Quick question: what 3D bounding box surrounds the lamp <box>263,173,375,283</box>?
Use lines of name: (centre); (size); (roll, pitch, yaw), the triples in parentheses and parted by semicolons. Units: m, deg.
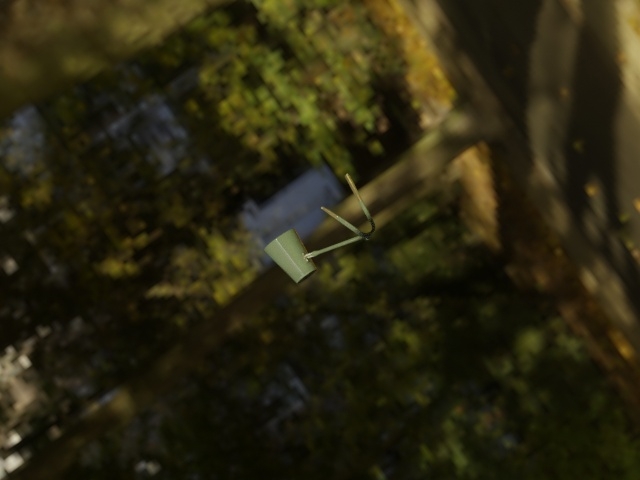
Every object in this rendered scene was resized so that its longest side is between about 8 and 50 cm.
lamp: (0.000, 0.001, 1.337); (0.054, 0.041, 0.121); (54, 143, 8)
